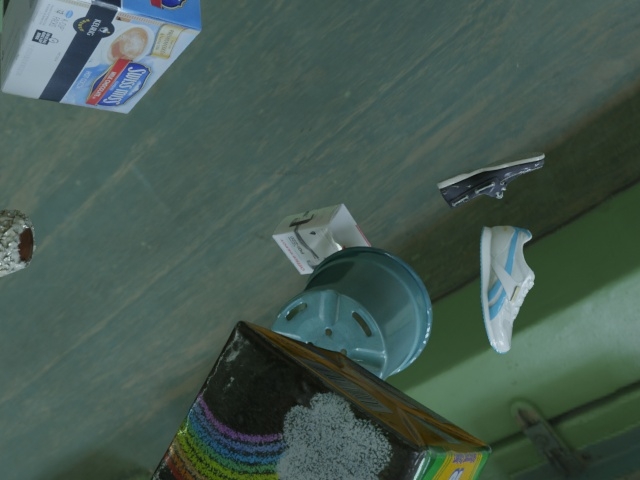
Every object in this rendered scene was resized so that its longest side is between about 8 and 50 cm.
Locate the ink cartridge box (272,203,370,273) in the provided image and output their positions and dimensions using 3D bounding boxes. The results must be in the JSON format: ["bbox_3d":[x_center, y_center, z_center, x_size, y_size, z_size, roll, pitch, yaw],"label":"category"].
[{"bbox_3d":[0.000,0.000,1.673,0.218,0.092,0.158,-9,126,43],"label":"ink cartridge box"}]

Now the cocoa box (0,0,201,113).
[{"bbox_3d":[-0.372,-0.390,1.012,0.347,0.228,0.231,-20,71,52],"label":"cocoa box"}]

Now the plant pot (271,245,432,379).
[{"bbox_3d":[0.061,0.201,1.394,0.341,0.334,0.341,2,97,18],"label":"plant pot"}]

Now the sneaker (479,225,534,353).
[{"bbox_3d":[0.332,0.088,1.091,0.092,0.087,0.229,-1,91,15],"label":"sneaker"}]

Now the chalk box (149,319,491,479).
[{"bbox_3d":[-0.028,0.240,0.475,0.180,0.179,0.289,28,89,33],"label":"chalk box"}]

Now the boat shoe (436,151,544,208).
[{"bbox_3d":[0.315,-0.108,1.123,0.206,0.075,0.065,-15,99,38],"label":"boat shoe"}]

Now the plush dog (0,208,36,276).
[{"bbox_3d":[-0.599,-0.020,0.905,0.210,0.262,0.225,-15,100,28],"label":"plush dog"}]
